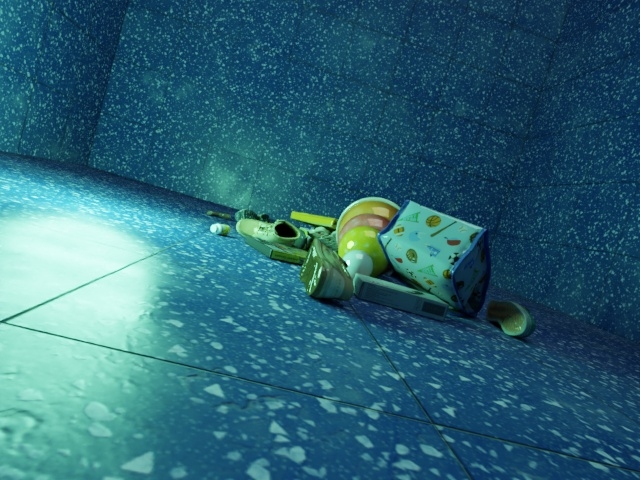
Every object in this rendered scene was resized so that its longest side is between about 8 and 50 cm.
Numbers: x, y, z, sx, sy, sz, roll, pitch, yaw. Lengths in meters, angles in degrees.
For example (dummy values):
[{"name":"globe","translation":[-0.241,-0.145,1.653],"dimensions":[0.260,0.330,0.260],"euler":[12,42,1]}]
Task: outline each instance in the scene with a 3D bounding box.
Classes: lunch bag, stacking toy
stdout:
[{"name":"lunch bag","translation":[0.416,0.093,1.449],"dimensions":[0.327,0.239,0.386],"euler":[32,-17,40]},{"name":"stacking toy","translation":[0.175,0.033,1.602],"dimensions":[0.350,0.351,0.480],"euler":[17,20,14]}]

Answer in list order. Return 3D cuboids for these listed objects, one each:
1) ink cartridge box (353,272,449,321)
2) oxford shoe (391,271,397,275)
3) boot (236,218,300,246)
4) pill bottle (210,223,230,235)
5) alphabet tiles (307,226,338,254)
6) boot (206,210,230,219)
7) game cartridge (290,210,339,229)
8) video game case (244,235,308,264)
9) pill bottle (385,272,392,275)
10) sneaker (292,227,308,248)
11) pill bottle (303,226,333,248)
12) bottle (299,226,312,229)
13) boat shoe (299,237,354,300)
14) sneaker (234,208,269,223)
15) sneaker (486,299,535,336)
[{"name":"ink cartridge box","translation":[0.233,0.166,1.287],"dimensions":[0.274,0.060,0.239],"euler":[16,5,-6]},{"name":"oxford shoe","translation":[0.365,0.151,2.034],"dimensions":[0.226,0.083,0.096],"euler":[15,23,-17]},{"name":"boot","translation":[-0.224,-0.044,1.722],"dimensions":[0.261,0.095,0.203],"euler":[22,-15,-11]},{"name":"pill bottle","translation":[-0.409,-0.045,1.651],"dimensions":[0.043,0.044,0.083],"euler":[19,5,29]},{"name":"alphabet tiles","translation":[0.072,0.021,1.997],"dimensions":[0.284,0.021,0.277],"euler":[33,-25,-26]},{"name":"boot","translation":[-0.609,-0.155,2.406],"dimensions":[0.106,0.037,0.114],"euler":[3,-9,40]},{"name":"game cartridge","translation":[0.050,-0.076,2.049],"dimensions":[0.285,0.053,0.323],"euler":[19,-1,-43]},{"name":"video game case","translation":[-0.137,0.047,1.581],"dimensions":[0.248,0.035,0.274],"euler":[14,4,-31]},{"name":"pill bottle","translation":[0.262,0.114,1.913],"dimensions":[0.160,0.087,0.087],"euler":[19,5,32]},{"name":"sneaker","translation":[-0.166,-0.019,2.024],"dimensions":[0.121,0.111,0.299],"euler":[0,8,-36]},{"name":"pill bottle","translation":[0.000,0.000,2.187],"dimensions":[0.214,0.118,0.117],"euler":[17,4,6]},{"name":"bottle","translation":[-0.003,-0.016,2.584],"dimensions":[0.282,0.093,0.118],"euler":[16,3,-3]},{"name":"boat shoe","translation":[0.015,0.087,1.130],"dimensions":[0.110,0.122,0.341],"euler":[20,13,-11]},{"name":"sneaker","translation":[-0.417,-0.111,2.339],"dimensions":[0.122,0.110,0.283],"euler":[-1,-7,26]},{"name":"sneaker","translation":[0.674,0.264,1.375],"dimensions":[0.120,0.108,0.302],"euler":[12,2,4]}]
